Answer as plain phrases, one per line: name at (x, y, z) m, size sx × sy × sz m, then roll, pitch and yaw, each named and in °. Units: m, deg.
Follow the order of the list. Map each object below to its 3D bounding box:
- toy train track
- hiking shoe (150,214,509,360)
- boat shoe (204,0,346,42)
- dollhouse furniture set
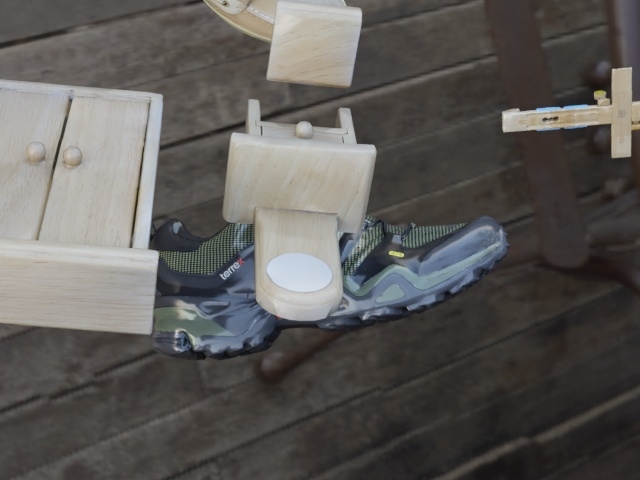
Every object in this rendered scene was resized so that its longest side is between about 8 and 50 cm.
toy train track at (0.133, -0.065, 0.656) m, size 0.083 × 0.014 × 0.048 m, roll -5°, pitch 117°, yaw 2°
hiking shoe at (0.000, 0.000, 0.790) m, size 0.226 × 0.086 × 0.114 m, roll -13°, pitch 84°, yaw -4°
boat shoe at (-0.121, -0.365, 1.736) m, size 0.341 × 0.110 × 0.122 m, roll 27°, pitch 85°, yaw -1°
dollhouse furniture set at (-0.100, -0.148, 0.591) m, size 0.303 × 0.174 × 0.356 m, roll 5°, pitch 123°, yaw -7°
